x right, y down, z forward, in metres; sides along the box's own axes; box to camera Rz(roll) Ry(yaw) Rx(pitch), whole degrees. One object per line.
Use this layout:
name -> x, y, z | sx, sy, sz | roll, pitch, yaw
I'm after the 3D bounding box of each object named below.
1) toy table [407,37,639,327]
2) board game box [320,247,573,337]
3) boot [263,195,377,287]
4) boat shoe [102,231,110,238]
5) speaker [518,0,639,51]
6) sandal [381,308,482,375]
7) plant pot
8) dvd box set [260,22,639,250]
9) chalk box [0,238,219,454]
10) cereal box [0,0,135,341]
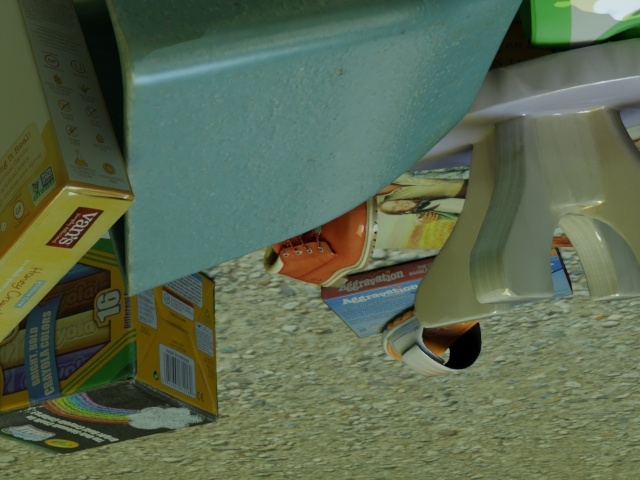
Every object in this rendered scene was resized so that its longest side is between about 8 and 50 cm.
toy table -> 0.169, -0.033, 0.782 | 0.252, 0.160, 0.274 | 0, 168, -42
board game box -> 0.156, 0.059, 1.294 | 0.281, 0.027, 0.145 | -13, 153, 16
boot -> 0.000, 0.000, 0.988 | 0.085, 0.059, 0.158 | 10, 152, -18
boat shoe -> -0.202, -0.026, 1.060 | 0.142, 0.040, 0.049 | 10, 158, -26
speaker -> 0.280, -0.204, 0.698 | 0.297, 0.131, 0.131 | -8, 153, 7
sandal -> 0.156, 0.117, 1.294 | 0.102, 0.076, 0.265 | 7, 151, -21
plant pot -> -0.026, -0.147, 0.652 | 0.252, 0.247, 0.247 | -13, 155, -17
dvd box set -> 0.093, -0.084, 0.971 | 0.421, 0.062, 0.307 | 0, 152, -9
chalk box -> -0.282, 0.127, 1.198 | 0.289, 0.179, 0.180 | -15, 152, 20
cereal box -> -0.196, -0.071, 0.594 | 0.047, 0.240, 0.173 | 10, 138, -45
